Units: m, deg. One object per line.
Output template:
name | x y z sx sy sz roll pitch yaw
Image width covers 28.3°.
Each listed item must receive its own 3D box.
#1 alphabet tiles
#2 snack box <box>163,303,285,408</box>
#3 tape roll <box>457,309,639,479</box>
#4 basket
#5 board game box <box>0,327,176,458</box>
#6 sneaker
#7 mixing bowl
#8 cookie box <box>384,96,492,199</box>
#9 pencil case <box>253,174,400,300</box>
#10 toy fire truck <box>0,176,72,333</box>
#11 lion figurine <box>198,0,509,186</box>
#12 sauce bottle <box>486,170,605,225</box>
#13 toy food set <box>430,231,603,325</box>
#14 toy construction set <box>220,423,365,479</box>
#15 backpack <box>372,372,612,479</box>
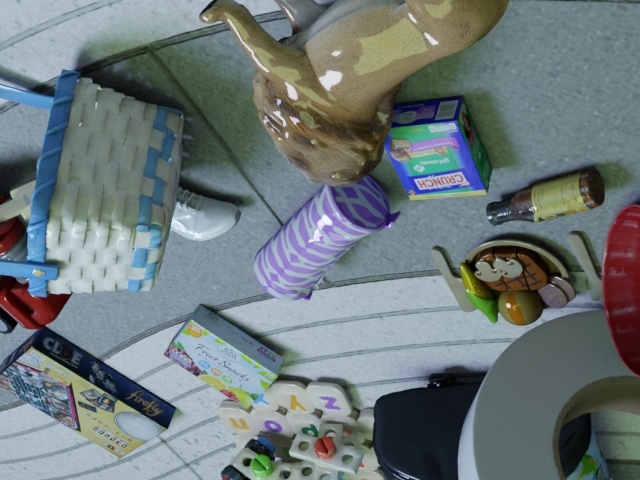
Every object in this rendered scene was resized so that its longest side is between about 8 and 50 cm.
alphabet tiles | -0.006 0.287 1.862 0.284 0.021 0.278 0 137 25
snack box | -0.132 0.160 1.739 0.141 0.037 0.100 33 133 -7
tape roll | 0.344 0.251 1.365 0.392 0.392 0.072 18 141 3
basket | -0.304 -0.059 1.396 0.289 0.254 0.201 14 144 -8
board game box | -0.365 0.238 1.951 0.243 0.042 0.165 35 140 -18
sneaker | -0.169 -0.038 1.521 0.152 0.053 0.061 4 136 21
mixing bowl | 0.371 0.049 1.307 0.098 0.181 0.181 -4 143 -11
cookie box | 0.121 -0.094 1.330 0.092 0.040 0.107 -4 136 28
pencil case | 0.000 0.000 1.460 0.088 0.086 0.206 41 140 -4
toy fire truck | -0.370 -0.003 1.603 0.246 0.158 0.217 -5 136 44
lion figurine | 0.054 -0.193 1.154 0.240 0.142 0.392 45 140 -17
sauce bottle | 0.236 -0.041 1.342 0.128 0.042 0.042 -14 130 39
toy food set | 0.226 0.050 1.456 0.192 0.038 0.132 -8 134 32
toy construction set | -0.025 0.392 1.858 0.215 0.151 0.327 30 141 31
backpack | 0.254 0.357 1.673 0.290 0.273 0.355 -7 147 22
